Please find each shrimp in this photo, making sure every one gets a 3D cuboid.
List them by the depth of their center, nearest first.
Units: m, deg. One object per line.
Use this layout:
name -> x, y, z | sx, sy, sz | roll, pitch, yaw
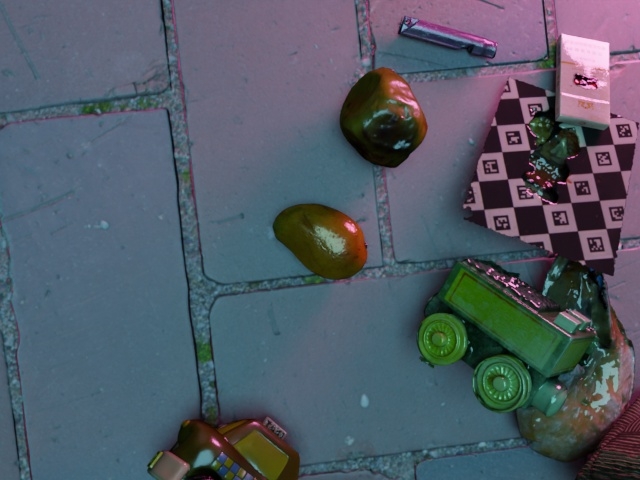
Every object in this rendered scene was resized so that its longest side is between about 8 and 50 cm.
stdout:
shrimp -> 0.457, 0.169, 1.140 | 0.221, 0.110, 0.446 | 7, 94, -9

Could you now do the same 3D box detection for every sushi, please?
sushi -> 0.388, -0.109, 1.118 | 0.264, 0.050, 0.290 | 20, 72, 1

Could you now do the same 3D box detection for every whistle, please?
whistle -> 0.223, -0.353, 1.144 | 0.176, 0.033, 0.033 | 14, 90, -3

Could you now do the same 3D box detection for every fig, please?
fig -> 0.103, -0.207, 1.090 | 0.154, 0.144, 0.166 | 0, 67, -36

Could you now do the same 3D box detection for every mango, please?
mango -> 0.006, -0.004, 1.116 | 0.165, 0.089, 0.115 | 45, 98, 0

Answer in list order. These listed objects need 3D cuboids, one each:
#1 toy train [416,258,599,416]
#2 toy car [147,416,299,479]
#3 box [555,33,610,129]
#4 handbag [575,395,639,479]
toy train -> 0.290, 0.153, 1.059 | 0.271, 0.159, 0.188 | 39, 109, 34
toy car -> -0.136, 0.381, 1.085 | 0.248, 0.204, 0.198 | 40, 66, -5
box -> 0.452, -0.275, 1.137 | 0.090, 0.024, 0.167 | 10, 70, -4
handbag -> 0.615, 0.411, 1.067 | 0.240, 0.247, 0.341 | -46, 103, -24
